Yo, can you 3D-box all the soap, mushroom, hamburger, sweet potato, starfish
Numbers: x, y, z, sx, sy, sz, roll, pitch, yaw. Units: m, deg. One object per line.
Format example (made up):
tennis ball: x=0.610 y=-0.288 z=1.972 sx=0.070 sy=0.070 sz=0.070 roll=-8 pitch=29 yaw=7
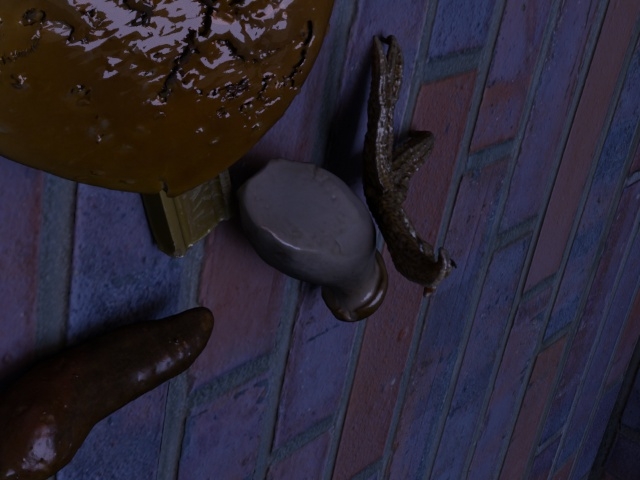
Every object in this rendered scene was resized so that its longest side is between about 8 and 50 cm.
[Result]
soap: x=-0.138 y=-0.098 z=1.005 sx=0.092 sy=0.037 sz=0.252 roll=-41 pitch=144 yaw=-31
mushroom: x=0.000 y=0.000 z=1.214 sx=0.128 sy=0.128 sz=0.350 roll=-58 pitch=153 yaw=-9
hamburger: x=-0.142 y=-0.180 z=0.781 sx=0.305 sy=0.174 sz=0.284 roll=16 pitch=111 yaw=-39
sweet potato: x=-0.217 y=0.136 z=1.016 sx=0.292 sy=0.097 sz=0.097 roll=-38 pitch=142 yaw=-47
starfish: x=0.098 y=-0.064 z=1.248 sx=0.375 sy=0.094 sz=0.327 roll=69 pitch=13 yaw=-49
